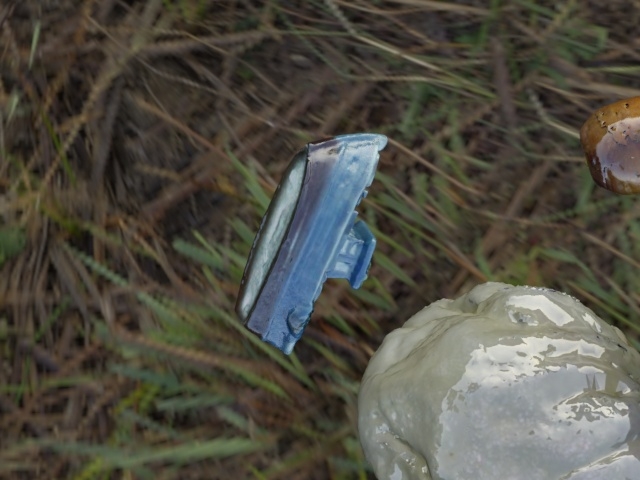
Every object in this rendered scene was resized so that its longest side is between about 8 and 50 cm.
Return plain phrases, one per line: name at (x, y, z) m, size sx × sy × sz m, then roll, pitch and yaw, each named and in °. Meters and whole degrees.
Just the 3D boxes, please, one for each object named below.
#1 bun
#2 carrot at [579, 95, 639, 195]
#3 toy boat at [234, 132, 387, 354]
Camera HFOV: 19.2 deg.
bun at (0.158, 0.155, 1.304) m, size 0.205 × 0.281 × 0.281 m, roll -29°, pitch 103°, yaw 17°
carrot at (0.229, -0.073, 1.087) m, size 0.161 × 0.055 × 0.055 m, roll -20°, pitch 101°, yaw 7°
toy boat at (0.000, 0.000, 1.059) m, size 0.061 × 0.060 × 0.137 m, roll 12°, pitch 109°, yaw -24°
